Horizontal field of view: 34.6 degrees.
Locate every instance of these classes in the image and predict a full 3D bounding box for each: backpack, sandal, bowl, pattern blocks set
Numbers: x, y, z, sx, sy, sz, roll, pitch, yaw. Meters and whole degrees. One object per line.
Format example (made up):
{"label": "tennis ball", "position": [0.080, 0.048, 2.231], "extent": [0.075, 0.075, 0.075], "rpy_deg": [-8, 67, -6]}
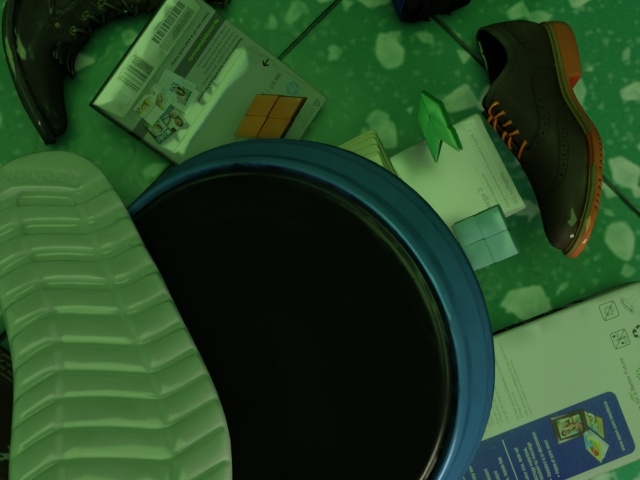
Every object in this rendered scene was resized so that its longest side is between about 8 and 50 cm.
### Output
{"label": "backpack", "position": [0.113, -0.279, 1.025], "extent": [0.098, 0.120, 0.101], "rpy_deg": [-14, 76, -3]}
{"label": "sandal", "position": [-0.175, 0.116, 0.847], "extent": [0.169, 0.102, 0.416], "rpy_deg": [-12, 68, -11]}
{"label": "bowl", "position": [-0.045, 0.105, 0.916], "extent": [0.391, 0.077, 0.391], "rpy_deg": [3, 99, 20]}
{"label": "pattern blocks set", "position": [0.000, 0.000, 0.939], "extent": [0.325, 0.026, 0.285], "rpy_deg": [-35, 86, 21]}

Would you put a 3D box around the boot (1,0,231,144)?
{"label": "boot", "position": [-0.200, -0.236, 1.018], "extent": [0.229, 0.091, 0.262], "rpy_deg": [-9, 93, -13]}

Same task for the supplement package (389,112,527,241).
{"label": "supplement package", "position": [0.090, -0.034, 1.007], "extent": [0.179, 0.105, 0.105], "rpy_deg": [-27, 90, -5]}

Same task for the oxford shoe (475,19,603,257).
{"label": "oxford shoe", "position": [0.203, -0.102, 0.993], "extent": [0.098, 0.097, 0.271], "rpy_deg": [4, 54, -10]}

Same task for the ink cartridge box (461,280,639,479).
{"label": "ink cartridge box", "position": [0.191, 0.172, 1.017], "extent": [0.333, 0.065, 0.165], "rpy_deg": [-19, 87, -7]}

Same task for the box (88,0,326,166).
{"label": "box", "position": [-0.108, -0.137, 1.009], "extent": [0.186, 0.038, 0.145], "rpy_deg": [35, 84, -18]}

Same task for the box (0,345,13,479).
{"label": "box", "position": [-0.340, 0.207, 0.894], "extent": [0.168, 0.167, 0.203], "rpy_deg": [34, 106, 0]}
